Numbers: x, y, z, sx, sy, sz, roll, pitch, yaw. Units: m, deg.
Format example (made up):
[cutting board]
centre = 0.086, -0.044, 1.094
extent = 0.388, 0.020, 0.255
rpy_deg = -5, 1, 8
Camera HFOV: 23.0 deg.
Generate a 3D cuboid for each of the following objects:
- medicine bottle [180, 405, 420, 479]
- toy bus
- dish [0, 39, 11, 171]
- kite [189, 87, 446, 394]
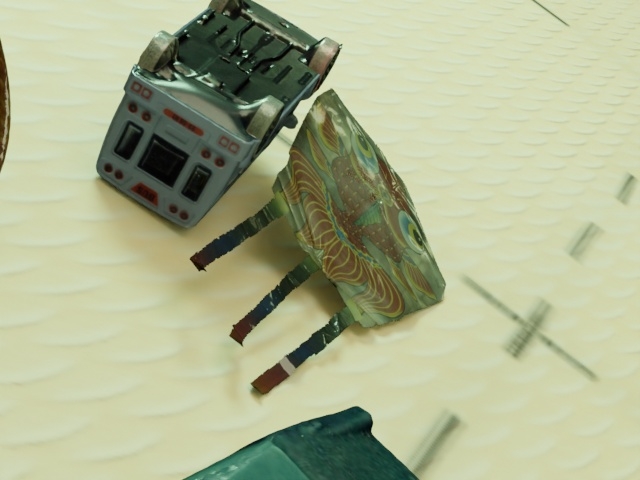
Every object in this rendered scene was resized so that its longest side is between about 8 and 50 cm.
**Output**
[medicine bottle]
centre = 0.023, 0.143, 0.300
extent = 0.124, 0.079, 0.258
rpy_deg = 7, 36, -49
[toy bus]
centre = -0.050, -0.071, 0.788
extent = 0.073, 0.076, 0.167
rpy_deg = 31, 26, 2
[dish]
centre = -0.192, -0.066, 0.610
extent = 0.141, 0.078, 0.141
rpy_deg = 45, 37, -51
[kite]
centre = -0.002, 0.001, 0.750
extent = 0.127, 0.016, 0.229
rpy_deg = 58, 28, -1
